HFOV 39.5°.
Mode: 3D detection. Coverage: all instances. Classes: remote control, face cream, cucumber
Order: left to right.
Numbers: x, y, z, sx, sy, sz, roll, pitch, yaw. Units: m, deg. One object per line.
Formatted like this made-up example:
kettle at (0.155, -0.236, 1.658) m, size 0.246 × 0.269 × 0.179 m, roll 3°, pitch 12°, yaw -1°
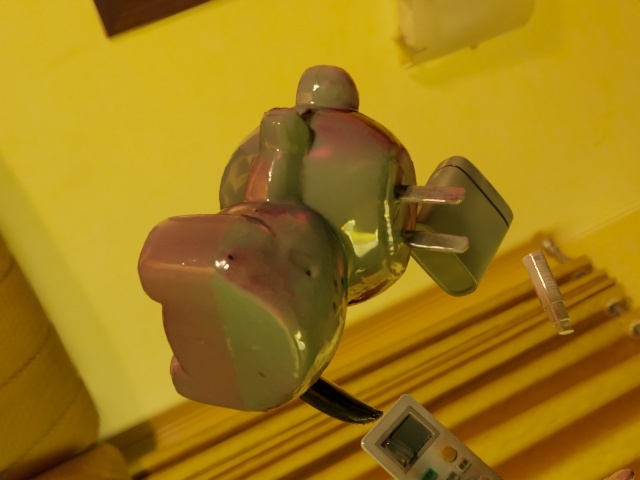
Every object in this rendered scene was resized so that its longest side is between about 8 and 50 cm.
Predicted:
cucumber at (-0.022, 0.140, 0.893) m, size 0.184 × 0.033 × 0.036 m, roll 26°, pitch -12°, yaw 25°
remote control at (0.189, 0.341, 1.191) m, size 0.293 × 0.103 × 0.051 m, roll 43°, pitch -27°, yaw 10°
face cream at (0.340, 0.079, 1.324) m, size 0.034 × 0.034 × 0.130 m, roll 91°, pitch -18°, yaw -64°

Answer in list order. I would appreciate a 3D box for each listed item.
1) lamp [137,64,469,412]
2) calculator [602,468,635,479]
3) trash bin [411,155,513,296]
lamp at (0.000, 0.000, 0.805) m, size 0.247 × 0.301 × 0.247 m, roll 3°, pitch -55°, yaw 25°
calculator at (0.222, 0.251, 0.775) m, size 0.024 × 0.166 × 0.103 m, roll 49°, pitch -39°, yaw 7°
trash bin at (0.161, -0.018, 1.051) m, size 0.116 × 0.130 × 0.059 m, roll 46°, pitch -40°, yaw -13°
